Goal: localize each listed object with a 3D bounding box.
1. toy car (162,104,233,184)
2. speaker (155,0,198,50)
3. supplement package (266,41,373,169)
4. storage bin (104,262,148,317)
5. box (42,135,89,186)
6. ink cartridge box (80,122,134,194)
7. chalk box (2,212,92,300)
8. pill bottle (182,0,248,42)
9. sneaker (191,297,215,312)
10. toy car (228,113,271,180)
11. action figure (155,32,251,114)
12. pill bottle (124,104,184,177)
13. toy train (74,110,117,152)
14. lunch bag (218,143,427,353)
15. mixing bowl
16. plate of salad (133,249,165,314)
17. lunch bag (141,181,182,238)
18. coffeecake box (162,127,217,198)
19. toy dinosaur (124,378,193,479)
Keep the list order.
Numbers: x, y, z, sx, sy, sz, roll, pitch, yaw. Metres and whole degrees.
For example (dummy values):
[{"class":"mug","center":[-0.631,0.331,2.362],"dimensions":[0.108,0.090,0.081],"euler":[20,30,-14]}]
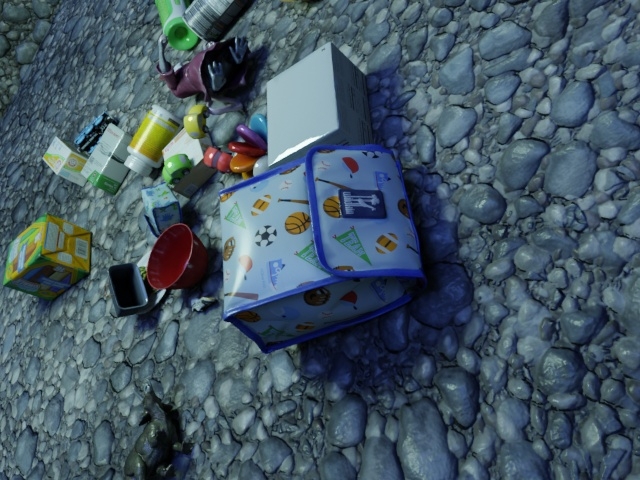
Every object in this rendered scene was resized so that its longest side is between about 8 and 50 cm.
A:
[{"class":"toy car","center":[-0.363,-0.236,1.685],"dimensions":[0.225,0.053,0.239],"euler":[-38,68,19]},{"class":"speaker","center":[-0.509,-0.797,2.160],"dimensions":[0.131,0.131,0.297],"euler":[-39,48,20]},{"class":"supplement package","center":[-0.005,-0.285,1.431],"dimensions":[0.204,0.145,0.262],"euler":[-24,54,31]},{"class":"storage bin","center":[-0.542,0.145,1.675],"dimensions":[0.091,0.098,0.135],"euler":[-50,57,48]},{"class":"box","center":[-0.946,-0.298,2.299],"dimensions":[0.203,0.114,0.103],"euler":[33,92,45]},{"class":"ink cartridge box","center":[-0.719,-0.283,2.107],"dimensions":[0.153,0.086,0.208],"euler":[33,93,46]},{"class":"chalk box","center":[-0.929,0.073,2.044],"dimensions":[0.289,0.179,0.180],"euler":[-31,50,26]},{"class":"pill bottle","center":[-0.323,-0.773,1.979],"dimensions":[0.245,0.130,0.130],"euler":[-43,47,16]},{"class":"sneaker","center":[-0.295,0.163,1.543],"dimensions":[0.083,0.031,0.037],"euler":[-12,74,43]},{"class":"toy car","center":[-0.165,-0.241,1.556],"dimensions":[0.159,0.136,0.182],"euler":[29,89,46]},{"class":"action figure","center":[-0.360,-0.498,1.872],"dimensions":[0.370,0.248,0.276],"euler":[-4,100,46]},{"class":"pill bottle","center":[-0.530,-0.312,1.931],"dimensions":[0.117,0.117,0.215],"euler":[31,90,46]},{"class":"toy train","center":[-0.841,-0.406,2.282],"dimensions":[0.184,0.080,0.105],"euler":[-44,33,6]},{"class":"lunch bag","center":[0.000,0.000,1.226],"dimensions":[0.385,0.239,0.328],"euler":[-18,56,15]},{"class":"mixing bowl","center":[-0.360,0.056,1.602],"dimensions":[0.181,0.098,0.182],"euler":[-20,57,34]},{"class":"plate of salad","center":[-0.494,0.110,1.730],"dimensions":[0.199,0.048,0.200],"euler":[-19,58,34]},{"class":"lunch bag","center":[-0.444,-0.067,1.726],"dimensions":[0.096,0.151,0.129],"euler":[-20,41,-18]},{"class":"coffeecake box","center":[-0.384,-0.240,1.800],"dimensions":[0.142,0.068,0.186],"euler":[-40,47,19]},{"class":"toy dinosaur","center":[-0.393,0.497,1.416],"dimensions":[0.160,0.121,0.314],"euler":[1,73,55]}]
